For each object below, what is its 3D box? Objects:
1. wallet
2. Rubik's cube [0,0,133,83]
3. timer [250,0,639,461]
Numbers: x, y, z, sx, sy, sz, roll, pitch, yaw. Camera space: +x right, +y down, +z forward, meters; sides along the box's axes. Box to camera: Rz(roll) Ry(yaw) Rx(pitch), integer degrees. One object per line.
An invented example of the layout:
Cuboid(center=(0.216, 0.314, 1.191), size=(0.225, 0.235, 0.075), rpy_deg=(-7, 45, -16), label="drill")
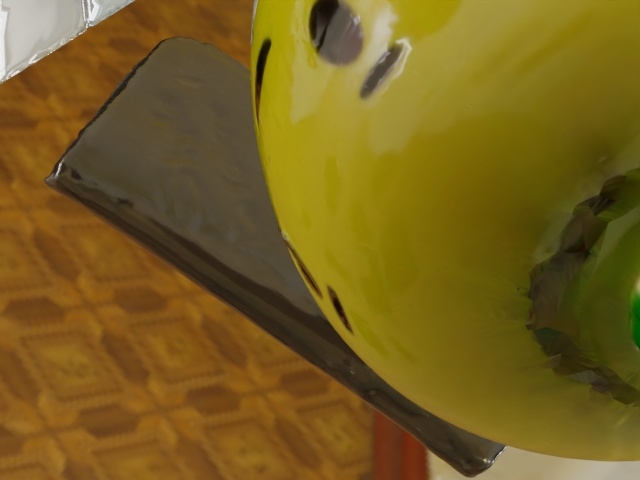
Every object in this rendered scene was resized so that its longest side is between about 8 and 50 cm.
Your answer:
Cuboid(center=(0.000, 0.000, 0.966), size=(0.309, 0.042, 0.165), rpy_deg=(35, 49, -4), label="wallet")
Cuboid(center=(-0.345, -0.310, 1.143), size=(0.344, 0.347, 0.346), rpy_deg=(12, 31, 24), label="Rubik's cube")
Cuboid(center=(0.109, -0.024, 0.521), size=(0.285, 0.285, 0.285), rpy_deg=(27, 30, -17), label="timer")
